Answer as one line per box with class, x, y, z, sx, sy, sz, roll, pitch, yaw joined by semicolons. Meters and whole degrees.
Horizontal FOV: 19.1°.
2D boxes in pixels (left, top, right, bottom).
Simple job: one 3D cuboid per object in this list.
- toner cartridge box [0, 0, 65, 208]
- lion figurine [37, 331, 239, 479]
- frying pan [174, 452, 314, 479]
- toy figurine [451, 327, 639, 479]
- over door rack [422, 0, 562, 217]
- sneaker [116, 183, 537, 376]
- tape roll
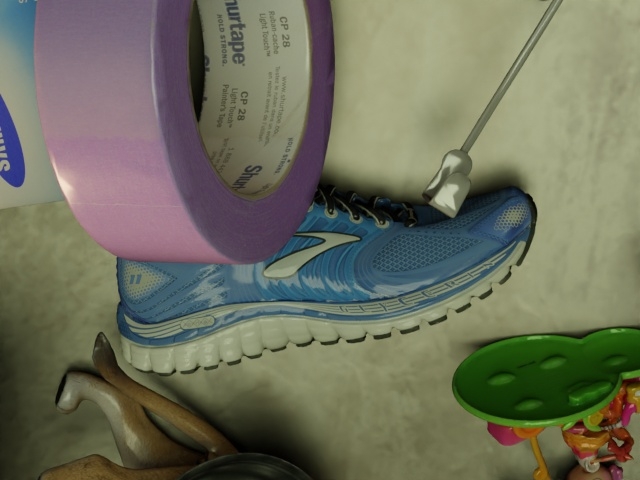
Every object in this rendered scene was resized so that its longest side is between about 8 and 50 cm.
toner cartridge box;-0.202;-0.201;1.345;0.165;0.075;0.348;-8;113;5
lion figurine;-0.133;0.285;1.507;0.240;0.142;0.392;17;99;-10
frying pan;-0.015;0.243;1.481;0.326;0.053;0.197;-15;101;-32
toy figurine;0.193;0.167;1.493;0.173;0.130;0.159;-17;118;-18
over door rack;0.244;-0.099;1.396;0.239;0.108;0.324;31;82;-5
sneaker;0.000;0.000;1.433;0.330;0.130;0.147;-12;100;0
tape roll;-0.084;-0.121;1.290;0.090;0.275;0.275;2;105;24
